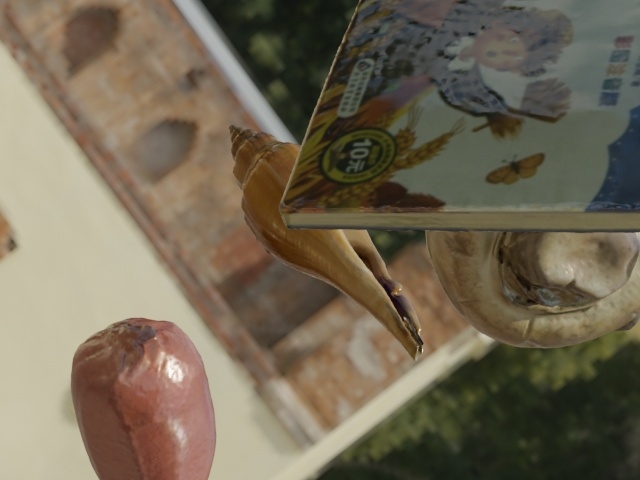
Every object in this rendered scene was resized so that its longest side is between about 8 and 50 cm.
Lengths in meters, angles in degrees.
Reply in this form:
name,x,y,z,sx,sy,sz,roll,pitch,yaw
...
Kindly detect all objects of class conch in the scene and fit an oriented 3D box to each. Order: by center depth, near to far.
name,x,y,z,sx,sy,sz,roll,pitch,yaw
conch,-0.004,0.003,1.943,0.330,0.093,0.109,57,8,26

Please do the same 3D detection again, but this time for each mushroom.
name,x,y,z,sx,sy,sz,roll,pitch,yaw
mushroom,0.215,-0.013,1.757,0.255,0.255,0.184,56,-6,-21

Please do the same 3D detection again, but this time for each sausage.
name,x,y,z,sx,sy,sz,roll,pitch,yaw
sausage,-0.180,0.181,2.035,0.148,0.148,0.254,46,-25,40

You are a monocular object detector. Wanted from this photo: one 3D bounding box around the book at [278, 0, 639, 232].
name,x,y,z,sx,sy,sz,roll,pitch,yaw
book,0.204,-0.116,1.573,0.428,0.300,0.039,0,-46,21
